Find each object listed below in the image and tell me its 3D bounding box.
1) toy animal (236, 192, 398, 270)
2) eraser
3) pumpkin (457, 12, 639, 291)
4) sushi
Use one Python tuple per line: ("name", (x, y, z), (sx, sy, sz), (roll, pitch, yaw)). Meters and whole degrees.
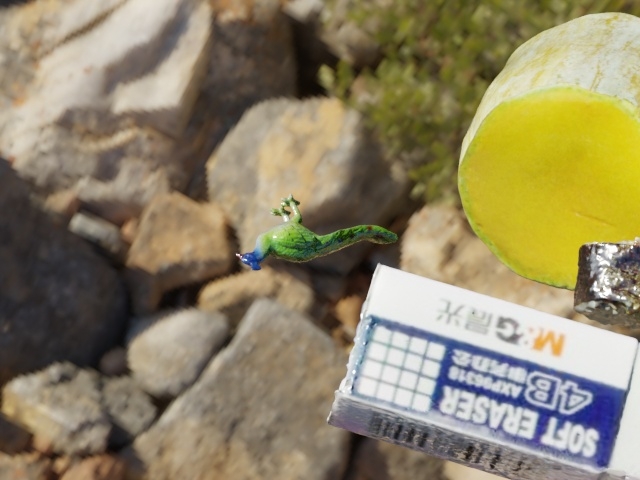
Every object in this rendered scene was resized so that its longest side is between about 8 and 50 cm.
("toy animal", (-0.009, -0.014, 1.907), (0.217, 0.041, 0.075), (-11, 63, -43))
("eraser", (0.161, 0.123, 1.412), (0.287, 0.086, 0.130), (17, 64, 3))
("pumpkin", (0.310, -0.085, 2.061), (0.332, 0.332, 0.199), (44, 43, 8))
("sushi", (0.304, 0.043, 1.581), (0.150, 0.090, 0.078), (8, 75, 10))
